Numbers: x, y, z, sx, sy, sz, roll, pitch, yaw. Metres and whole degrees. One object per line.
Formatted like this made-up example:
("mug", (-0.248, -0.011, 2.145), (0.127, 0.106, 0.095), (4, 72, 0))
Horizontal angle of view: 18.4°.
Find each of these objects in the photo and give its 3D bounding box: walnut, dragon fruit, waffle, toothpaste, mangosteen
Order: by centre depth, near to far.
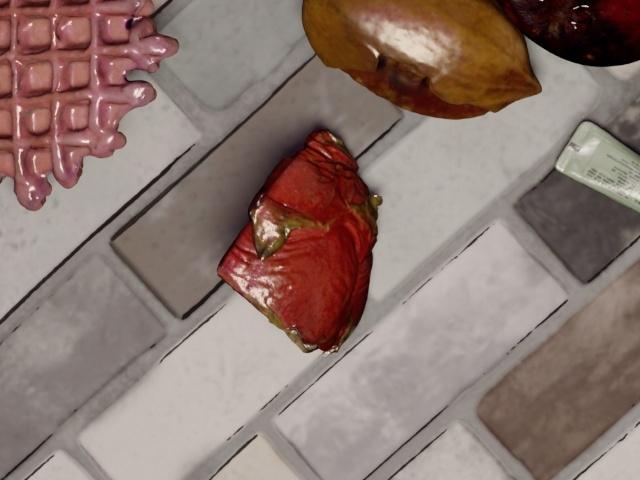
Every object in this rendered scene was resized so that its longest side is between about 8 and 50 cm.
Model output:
("mangosteen", (0.215, -0.232, 1.511), (0.200, 0.200, 0.200), (0, 94, 5))
("walnut", (0.080, -0.160, 1.559), (0.207, 0.116, 0.116), (22, 95, -5))
("dragon fruit", (0.000, 0.000, 1.567), (0.127, 0.120, 0.161), (31, 91, -3))
("toothpaste", (0.282, -0.028, 1.584), (0.197, 0.029, 0.048), (32, 93, 5))
("waffle", (-0.236, -0.147, 1.591), (0.221, 0.055, 0.234), (48, 109, 12))
